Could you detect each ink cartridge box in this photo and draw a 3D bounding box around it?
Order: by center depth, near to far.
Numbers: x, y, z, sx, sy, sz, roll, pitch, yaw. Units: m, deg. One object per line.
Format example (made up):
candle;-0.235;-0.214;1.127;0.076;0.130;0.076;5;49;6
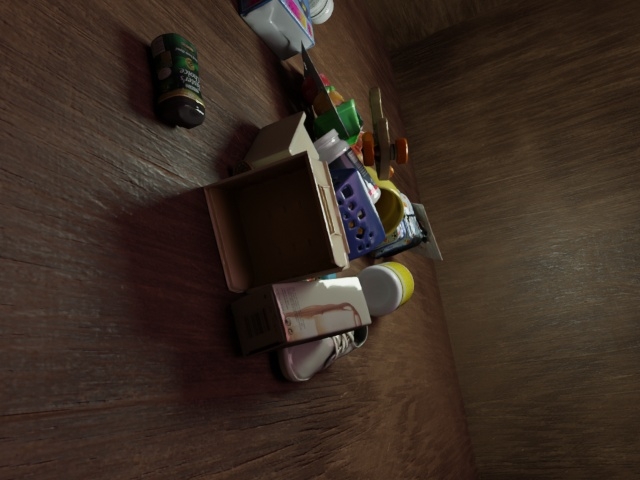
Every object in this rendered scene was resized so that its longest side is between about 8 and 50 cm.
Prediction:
ink cartridge box;-0.160;-0.868;1.594;0.270;0.151;0.395;26;51;-61
ink cartridge box;0.417;-0.087;2.208;0.091;0.385;0.308;-36;117;-20

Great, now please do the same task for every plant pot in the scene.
plant pot;0.003;-0.044;1.298;0.212;0.236;0.236;-44;120;-35
plant pot;0.171;-0.162;1.822;0.254;0.254;0.239;58;12;-35

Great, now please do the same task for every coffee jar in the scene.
coffee jar;-0.301;-0.335;1.000;0.096;0.079;0.184;13;64;-65

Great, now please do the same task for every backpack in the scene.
backpack;0.280;-0.075;2.006;0.213;0.276;0.263;11;62;-51

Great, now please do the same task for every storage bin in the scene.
storage bin;-0.094;-0.029;1.054;0.123;0.262;0.260;-5;81;-70

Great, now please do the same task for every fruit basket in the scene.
fruit basket;0.025;-0.505;1.697;0.327;0.165;0.353;89;-21;-88

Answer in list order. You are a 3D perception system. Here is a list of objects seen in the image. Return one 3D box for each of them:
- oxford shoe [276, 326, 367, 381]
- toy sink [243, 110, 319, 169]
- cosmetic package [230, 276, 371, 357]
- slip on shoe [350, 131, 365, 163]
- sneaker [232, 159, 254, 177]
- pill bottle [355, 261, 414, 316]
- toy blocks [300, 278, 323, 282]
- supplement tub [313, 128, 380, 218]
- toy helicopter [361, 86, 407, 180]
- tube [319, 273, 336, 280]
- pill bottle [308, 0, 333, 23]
oxford shoe;0.017;0.268;1.301;0.449;0.130;0.169;-1;79;-65
toy sink;-0.101;-0.233;1.312;0.131;0.153;0.234;60;25;-32
cosmetic package;-0.037;0.171;1.089;0.296;0.153;0.129;-1;69;-48
slip on shoe;0.166;-0.394;2.061;0.331;0.101;0.123;-60;160;-60
sneaker;-0.167;-0.109;1.203;0.086;0.064;0.192;-33;107;-75
pill bottle;0.260;0.181;1.845;0.334;0.188;0.188;-4;79;-67
toy blocks;-0.032;0.142;1.358;0.123;0.054;0.148;66;24;-19
supplement tub;0.054;-0.208;1.556;0.272;0.191;0.191;54;26;-10
toy helicopter;0.208;-0.372;1.652;0.235;0.140;0.355;78;8;-69
tube;0.023;0.112;1.474;0.080;0.052;0.207;12;72;-59
pill bottle;-0.061;-0.993;1.883;0.283;0.161;0.161;-4;79;-67
